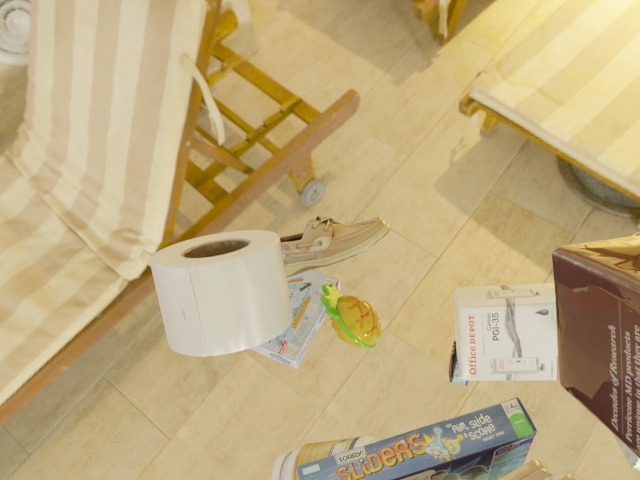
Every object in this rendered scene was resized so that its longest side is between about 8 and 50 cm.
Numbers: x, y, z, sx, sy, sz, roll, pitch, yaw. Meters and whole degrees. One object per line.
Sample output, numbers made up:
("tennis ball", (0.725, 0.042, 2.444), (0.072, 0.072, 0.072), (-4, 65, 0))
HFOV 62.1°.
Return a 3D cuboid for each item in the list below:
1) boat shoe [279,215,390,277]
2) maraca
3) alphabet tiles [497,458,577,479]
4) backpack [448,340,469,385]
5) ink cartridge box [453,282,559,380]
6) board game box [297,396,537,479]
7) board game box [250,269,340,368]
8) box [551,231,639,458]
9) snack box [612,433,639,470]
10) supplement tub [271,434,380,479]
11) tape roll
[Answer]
("boat shoe", (0.000, 0.000, 1.279), (0.340, 0.121, 0.110), (-20, 98, 23))
("maraca", (0.066, 0.172, 1.206), (0.099, 0.185, 0.127), (-39, 21, 22))
("alphabet tiles", (0.108, 0.305, 0.470), (0.277, 0.284, 0.021), (-13, 39, -29))
("backpack", (0.409, 0.353, 1.507), (0.084, 0.105, 0.115), (10, 71, 14))
("ink cartridge box", (0.469, 0.220, 1.268), (0.282, 0.207, 0.117), (-4, 18, 12))
("board game box", (0.088, 0.217, 0.489), (0.201, 0.136, 0.035), (-15, 48, -5))
("board game box", (-0.143, 0.212, 1.720), (0.317, 0.066, 0.319), (19, 57, 21))
("box", (0.304, 0.094, 0.276), (0.191, 0.381, 0.143), (-9, 105, -2))
("snack box", (0.616, 0.386, 1.008), (0.100, 0.037, 0.141), (18, 21, 2))
("supplement tub", (0.023, 0.451, 1.000), (0.199, 0.144, 0.145), (-17, 58, 25))
("tape roll", (-0.184, 0.091, 1.013), (0.245, 0.246, 0.169), (-8, 105, 3))
